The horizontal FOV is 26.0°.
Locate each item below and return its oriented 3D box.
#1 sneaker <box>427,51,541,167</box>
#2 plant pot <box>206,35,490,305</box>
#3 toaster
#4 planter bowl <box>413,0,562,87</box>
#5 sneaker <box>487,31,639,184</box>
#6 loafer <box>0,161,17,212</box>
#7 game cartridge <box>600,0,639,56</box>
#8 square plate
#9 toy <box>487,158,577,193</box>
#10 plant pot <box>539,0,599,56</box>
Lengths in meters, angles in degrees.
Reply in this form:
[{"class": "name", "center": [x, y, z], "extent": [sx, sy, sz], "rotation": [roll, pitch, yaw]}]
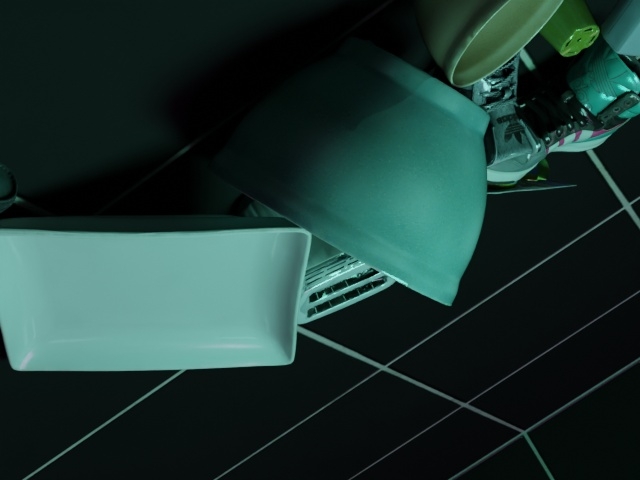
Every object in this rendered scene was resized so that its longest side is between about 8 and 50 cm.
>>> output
[{"class": "sneaker", "center": [0.198, -0.172, 1.535], "extent": [0.101, 0.153, 0.268], "rotation": [-17, 153, -29]}, {"class": "plant pot", "center": [0.055, -0.088, 1.437], "extent": [0.196, 0.293, 0.293], "rotation": [-61, 152, 3]}, {"class": "toaster", "center": [0.000, 0.000, 1.661], "extent": [0.227, 0.146, 0.129], "rotation": [-22, 154, -17]}, {"class": "planter bowl", "center": [0.156, -0.247, 1.374], "extent": [0.162, 0.109, 0.162], "rotation": [-37, 165, -12]}, {"class": "sneaker", "center": [0.301, -0.168, 1.692], "extent": [0.295, 0.123, 0.178], "rotation": [-21, 161, -38]}, {"class": "loafer", "center": [-0.347, -0.068, 1.218], "extent": [0.078, 0.076, 0.223], "rotation": [-33, 154, 26]}, {"class": "game cartridge", "center": [0.455, -0.291, 1.542], "extent": [0.294, 0.060, 0.196], "rotation": [-15, 149, -31]}, {"class": "square plate", "center": [-0.192, 0.058, 1.552], "extent": [0.344, 0.049, 0.347], "rotation": [-1, 151, -6]}, {"class": "toy", "center": [0.212, -0.099, 1.784], "extent": [0.237, 0.137, 0.056], "rotation": [0, 102, -46]}, {"class": "plant pot", "center": [0.271, -0.251, 1.555], "extent": [0.083, 0.079, 0.083], "rotation": [-24, 156, -11]}]
